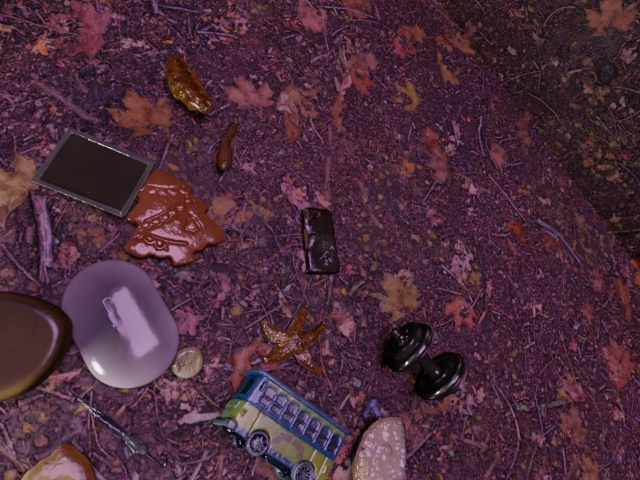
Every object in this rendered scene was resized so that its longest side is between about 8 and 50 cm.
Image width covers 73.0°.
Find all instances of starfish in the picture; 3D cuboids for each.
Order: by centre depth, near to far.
[{"bbox_3d":[-0.071,0.304,1.298,0.240,0.043,0.227,47,59,-7],"label":"starfish"}]

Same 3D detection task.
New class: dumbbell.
[{"bbox_3d":[0.333,0.386,1.380,0.290,0.192,0.192,45,58,-5],"label":"dumbbell"}]

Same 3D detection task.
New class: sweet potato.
[{"bbox_3d":[-0.303,-0.313,1.410,0.050,0.050,0.214,16,61,-21],"label":"sweet potato"}]

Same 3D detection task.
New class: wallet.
[{"bbox_3d":[0.000,0.000,1.453,0.122,0.031,0.232,3,71,-28],"label":"wallet"}]

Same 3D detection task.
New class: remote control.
[{"bbox_3d":[-0.497,0.204,1.081,0.221,0.103,0.332,-29,86,-25],"label":"remote control"}]

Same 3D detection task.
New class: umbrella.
[{"bbox_3d":[-0.483,0.467,1.036,0.269,0.044,0.044,37,96,-2],"label":"umbrella"}]

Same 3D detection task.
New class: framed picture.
[{"bbox_3d":[-0.623,-0.190,1.202,0.252,0.014,0.197,23,63,-9],"label":"framed picture"}]

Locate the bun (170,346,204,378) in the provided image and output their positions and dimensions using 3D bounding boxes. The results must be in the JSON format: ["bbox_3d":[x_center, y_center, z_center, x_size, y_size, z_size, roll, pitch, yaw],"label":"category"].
[{"bbox_3d":[-0.352,0.319,1.139,0.086,0.055,0.086,-3,97,-29],"label":"bun"}]

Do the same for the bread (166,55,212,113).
[{"bbox_3d":[-0.431,-0.487,1.393,0.105,0.076,0.233,-27,78,-44],"label":"bread"}]

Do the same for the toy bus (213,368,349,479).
[{"bbox_3d":[-0.104,0.498,1.142,0.312,0.152,0.190,39,60,-10],"label":"toy bus"}]

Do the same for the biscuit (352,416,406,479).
[{"bbox_3d":[0.173,0.664,1.258,0.179,0.084,0.281,11,67,-24],"label":"biscuit"}]

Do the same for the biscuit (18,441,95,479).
[{"bbox_3d":[-0.637,0.566,0.910,0.299,0.045,0.154,-25,85,-31],"label":"biscuit"}]

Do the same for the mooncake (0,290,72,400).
[{"bbox_3d":[-0.679,0.223,0.962,0.235,0.117,0.234,4,75,-13],"label":"mooncake"}]

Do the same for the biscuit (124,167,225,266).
[{"bbox_3d":[-0.437,-0.073,1.252,0.284,0.043,0.306,-14,78,-30],"label":"biscuit"}]
